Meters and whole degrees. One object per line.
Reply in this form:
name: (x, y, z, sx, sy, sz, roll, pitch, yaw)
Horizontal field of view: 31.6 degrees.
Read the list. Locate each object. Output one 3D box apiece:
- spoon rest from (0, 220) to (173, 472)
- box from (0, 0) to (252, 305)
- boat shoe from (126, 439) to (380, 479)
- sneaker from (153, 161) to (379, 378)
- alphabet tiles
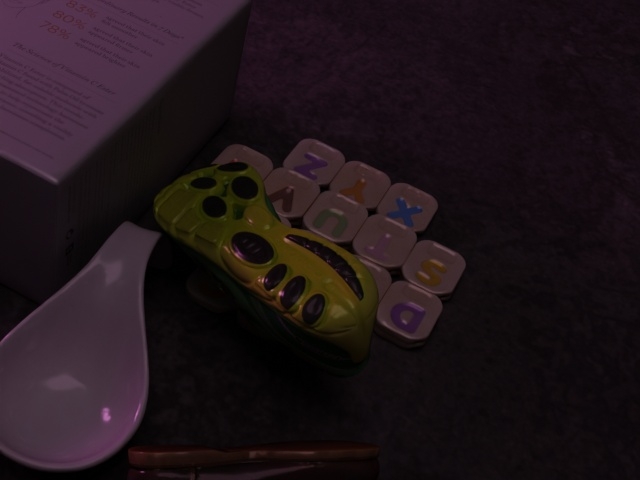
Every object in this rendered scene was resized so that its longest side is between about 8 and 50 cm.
spoon rest: (-0.193, 0.078, 0.962, 0.137, 0.084, 0.276, 17, 44, 1)
box: (-0.246, -0.135, 1.093, 0.215, 0.168, 0.345, 26, 46, 10)
boat shoe: (-0.052, 0.197, 0.905, 0.207, 0.073, 0.073, -1, 85, -12)
sneaker: (-0.058, 0.027, 1.015, 0.109, 0.124, 0.295, -27, 43, -22)
alphabet tiles: (0.000, 0.000, 1.137, 0.284, 0.021, 0.278, 27, 46, 10)
